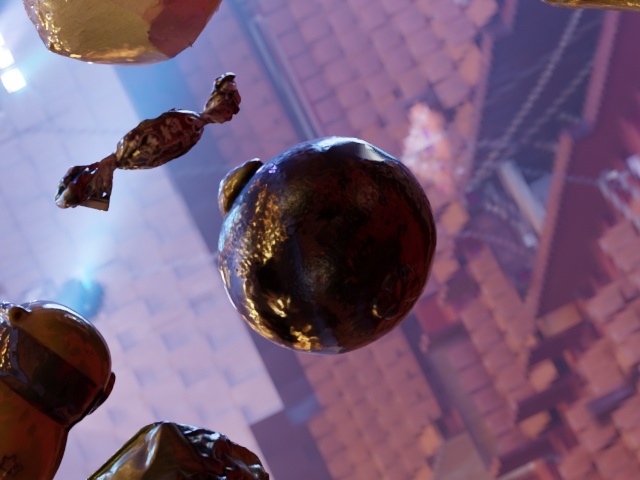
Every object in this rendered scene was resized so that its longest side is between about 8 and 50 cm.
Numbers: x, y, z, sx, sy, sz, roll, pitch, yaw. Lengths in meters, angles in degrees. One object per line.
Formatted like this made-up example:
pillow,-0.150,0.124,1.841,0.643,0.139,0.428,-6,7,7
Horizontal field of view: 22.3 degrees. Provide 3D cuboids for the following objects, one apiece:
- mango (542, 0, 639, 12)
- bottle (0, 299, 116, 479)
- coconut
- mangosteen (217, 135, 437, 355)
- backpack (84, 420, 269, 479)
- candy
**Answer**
mango,0.393,-0.332,1.797,0.330,0.176,0.175,-1,121,47
bottle,-0.358,0.221,1.720,0.171,0.351,0.171,36,169,8
coconut,-0.197,-0.281,1.614,0.227,0.230,0.227,29,172,5
mangosteen,0.000,0.000,1.985,0.288,0.288,0.288,-26,-90,-89
backpack,-0.170,0.323,2.003,0.253,0.207,0.140,25,-152,-57
candy,-0.164,-0.093,1.583,0.051,0.226,0.094,54,158,3
